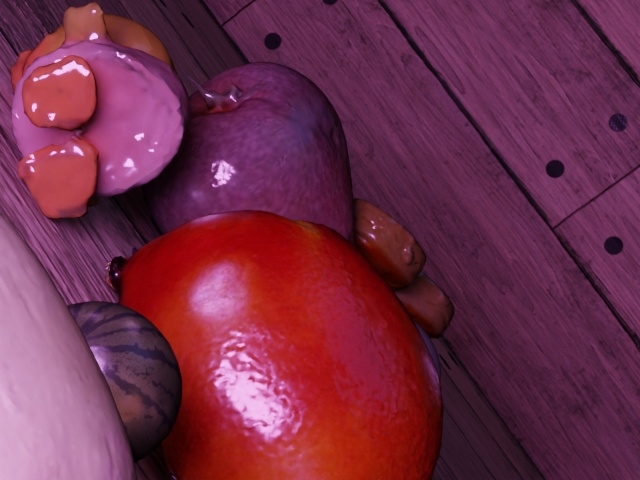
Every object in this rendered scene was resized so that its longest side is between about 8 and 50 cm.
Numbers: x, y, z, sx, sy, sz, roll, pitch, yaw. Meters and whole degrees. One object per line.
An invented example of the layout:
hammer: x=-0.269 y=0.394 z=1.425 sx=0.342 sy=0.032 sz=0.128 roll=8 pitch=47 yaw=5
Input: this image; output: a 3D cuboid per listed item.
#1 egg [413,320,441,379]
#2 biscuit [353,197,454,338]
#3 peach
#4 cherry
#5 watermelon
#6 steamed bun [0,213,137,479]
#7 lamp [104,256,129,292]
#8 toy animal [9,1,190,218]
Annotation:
egg: x=0.080 y=0.165 z=1.594 sx=0.146 sy=0.146 sz=0.198 roll=50 pitch=0 yaw=-24
biscuit: x=0.000 y=0.000 z=1.681 sx=0.394 sy=0.076 sz=0.368 roll=31 pitch=-13 yaw=30
peach: x=-0.012 y=0.122 z=0.971 sx=0.257 sy=0.201 sz=0.361 roll=51 pitch=13 yaw=-49
cherry: x=-0.072 y=-0.065 z=1.389 sx=0.307 sy=0.221 sz=0.261 roll=55 pitch=44 yaw=-20
watermelon: x=-0.139 y=0.099 z=0.768 sx=0.133 sy=0.105 sz=0.105 roll=82 pitch=-18 yaw=-52
steamed bun: x=-0.165 y=0.079 z=0.467 sx=0.200 sy=0.155 sz=0.250 roll=56 pitch=11 yaw=23
lamp: x=-0.159 y=0.060 z=1.072 sx=0.063 sy=0.031 sz=0.083 roll=44 pitch=17 yaw=-48
toy animal: x=-0.211 y=-0.139 z=1.159 sx=0.281 sy=0.169 sz=0.195 roll=-122 pitch=-145 yaw=-65
